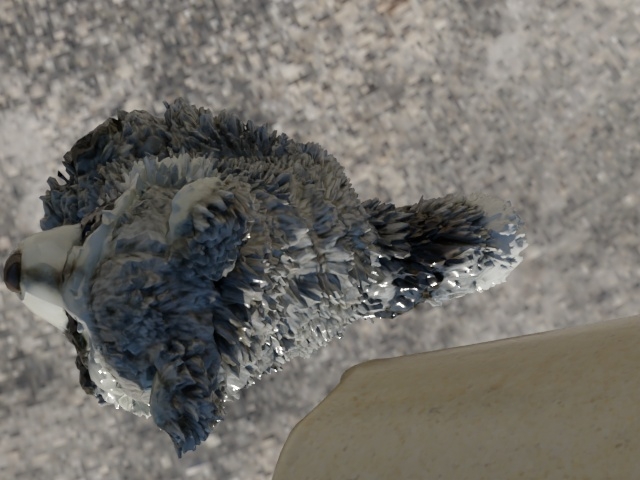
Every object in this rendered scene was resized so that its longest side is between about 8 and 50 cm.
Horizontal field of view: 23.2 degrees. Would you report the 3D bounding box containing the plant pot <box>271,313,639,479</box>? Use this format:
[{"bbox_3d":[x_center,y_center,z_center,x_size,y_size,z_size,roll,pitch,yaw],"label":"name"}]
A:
[{"bbox_3d":[0.150,0.162,0.707,0.305,0.334,0.334,-4,153,33],"label":"plant pot"}]

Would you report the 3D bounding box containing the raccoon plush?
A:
[{"bbox_3d":[0.000,0.000,1.070,0.446,0.299,0.216,-16,103,-21],"label":"raccoon plush"}]
